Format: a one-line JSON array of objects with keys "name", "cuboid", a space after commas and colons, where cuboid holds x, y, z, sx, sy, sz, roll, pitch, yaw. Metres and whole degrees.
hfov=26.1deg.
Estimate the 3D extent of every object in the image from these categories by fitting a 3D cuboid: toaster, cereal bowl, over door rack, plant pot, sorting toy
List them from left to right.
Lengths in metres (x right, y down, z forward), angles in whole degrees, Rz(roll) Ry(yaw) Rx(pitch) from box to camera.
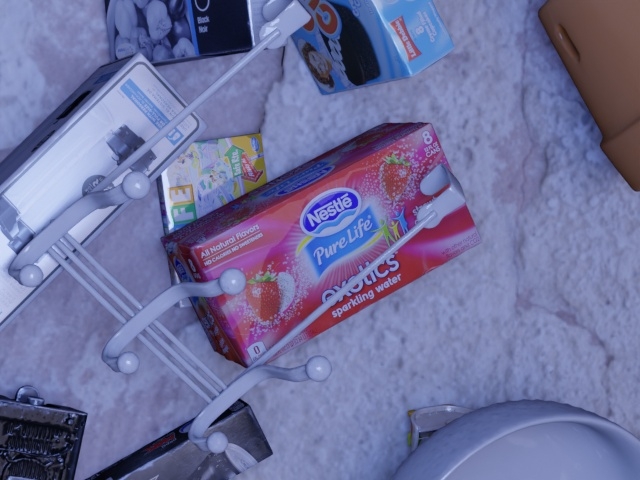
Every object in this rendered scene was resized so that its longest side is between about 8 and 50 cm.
[{"name": "toaster", "cuboid": [-0.305, 0.216, 1.212, 0.168, 0.110, 0.186, 12, 89, -20]}, {"name": "over door rack", "cuboid": [-0.053, -0.010, 1.112, 0.324, 0.108, 0.239, -45, 115, -5]}, {"name": "sorting toy", "cuboid": [0.118, 0.210, 1.406, 0.083, 0.045, 0.075, -5, 107, -29]}, {"name": "cereal bowl", "cuboid": [0.179, 0.311, 1.366, 0.338, 0.141, 0.339, -6, 103, -25]}, {"name": "plant pot", "cuboid": [0.355, -0.219, 1.357, 0.291, 0.291, 0.203, -41, 89, -13]}]

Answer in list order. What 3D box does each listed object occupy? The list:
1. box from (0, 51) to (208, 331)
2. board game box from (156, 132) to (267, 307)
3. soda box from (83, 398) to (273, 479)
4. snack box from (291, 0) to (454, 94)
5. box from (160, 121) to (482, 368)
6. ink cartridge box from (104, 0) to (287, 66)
[{"name": "box", "cuboid": [-0.245, -0.029, 1.190, 0.290, 0.169, 0.087, -46, 107, -11]}, {"name": "board game box", "cuboid": [-0.099, -0.020, 1.319, 0.103, 0.026, 0.154, -10, 96, -19]}, {"name": "soda box", "cuboid": [-0.134, 0.215, 1.305, 0.169, 0.053, 0.060, -28, 102, -16]}, {"name": "snack box", "cuboid": [-0.014, -0.291, 1.248, 0.060, 0.187, 0.322, -34, 103, -20]}, {"name": "box", "cuboid": [0.000, 0.000, 1.275, 0.256, 0.122, 0.128, -28, 103, -16]}, {"name": "ink cartridge box", "cuboid": [-0.121, -0.261, 1.206, 0.045, 0.206, 0.208, -10, 97, -43]}]
